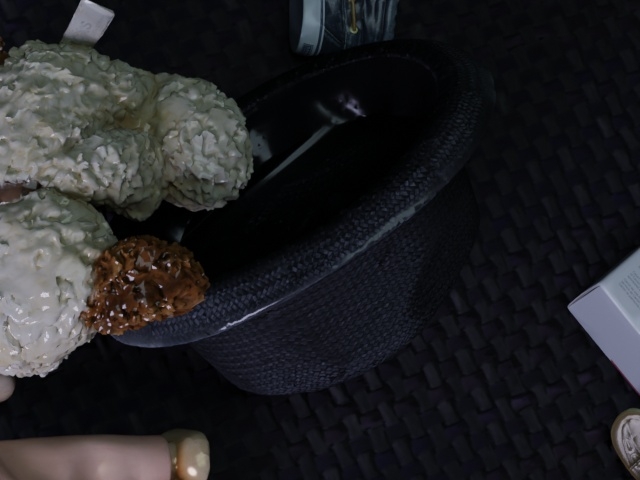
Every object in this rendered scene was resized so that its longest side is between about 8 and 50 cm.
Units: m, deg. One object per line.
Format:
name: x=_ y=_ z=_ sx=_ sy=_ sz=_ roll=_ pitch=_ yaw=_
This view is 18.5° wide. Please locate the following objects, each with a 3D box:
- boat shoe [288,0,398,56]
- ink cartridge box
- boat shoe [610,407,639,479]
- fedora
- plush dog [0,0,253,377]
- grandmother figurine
boat shoe: x=0.019 y=-0.235 z=1.597 sx=0.083 sy=0.065 sz=0.183 roll=4 pitch=79 yaw=-16
ink cartridge box: x=0.310 y=0.043 z=1.585 sx=0.175 sy=0.072 sz=0.127 roll=-37 pitch=86 yaw=-22
boat shoe: x=0.297 y=0.181 z=1.557 sx=0.153 sy=0.048 sz=0.056 roll=32 pitch=113 yaw=0
fedora: x=0.000 y=0.000 z=1.443 sx=0.334 sy=0.334 sz=0.152 roll=-45 pitch=122 yaw=-23
plush dog: x=-0.193 y=-0.015 z=1.326 sx=0.262 sy=0.210 sz=0.225 roll=-18 pitch=55 yaw=21
grandmother figurine: x=-0.237 y=0.186 z=1.328 sx=0.342 sy=0.104 sz=0.208 roll=7 pitch=51 yaw=-31
